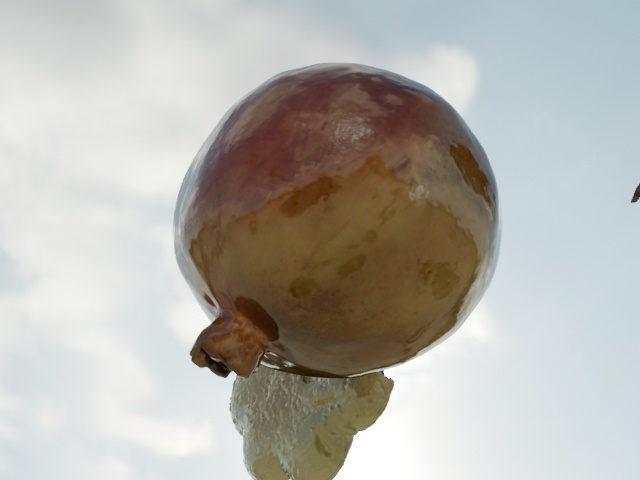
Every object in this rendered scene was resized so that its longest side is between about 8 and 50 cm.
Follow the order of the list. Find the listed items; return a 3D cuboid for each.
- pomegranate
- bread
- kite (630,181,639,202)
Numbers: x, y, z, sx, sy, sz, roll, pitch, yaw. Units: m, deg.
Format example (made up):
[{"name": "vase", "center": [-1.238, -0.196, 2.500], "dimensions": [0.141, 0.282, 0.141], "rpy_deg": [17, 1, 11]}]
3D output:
[{"name": "pomegranate", "center": [0.000, 0.000, 1.344], "dimensions": [0.252, 0.270, 0.229], "rpy_deg": [2, -48, 46]}, {"name": "bread", "center": [-0.020, 0.116, 1.517], "dimensions": [0.039, 0.251, 0.182], "rpy_deg": [29, -68, -28]}, {"name": "kite", "center": [0.340, -0.102, 1.467], "dimensions": [0.127, 0.016, 0.229], "rpy_deg": [39, -64, 8]}]
